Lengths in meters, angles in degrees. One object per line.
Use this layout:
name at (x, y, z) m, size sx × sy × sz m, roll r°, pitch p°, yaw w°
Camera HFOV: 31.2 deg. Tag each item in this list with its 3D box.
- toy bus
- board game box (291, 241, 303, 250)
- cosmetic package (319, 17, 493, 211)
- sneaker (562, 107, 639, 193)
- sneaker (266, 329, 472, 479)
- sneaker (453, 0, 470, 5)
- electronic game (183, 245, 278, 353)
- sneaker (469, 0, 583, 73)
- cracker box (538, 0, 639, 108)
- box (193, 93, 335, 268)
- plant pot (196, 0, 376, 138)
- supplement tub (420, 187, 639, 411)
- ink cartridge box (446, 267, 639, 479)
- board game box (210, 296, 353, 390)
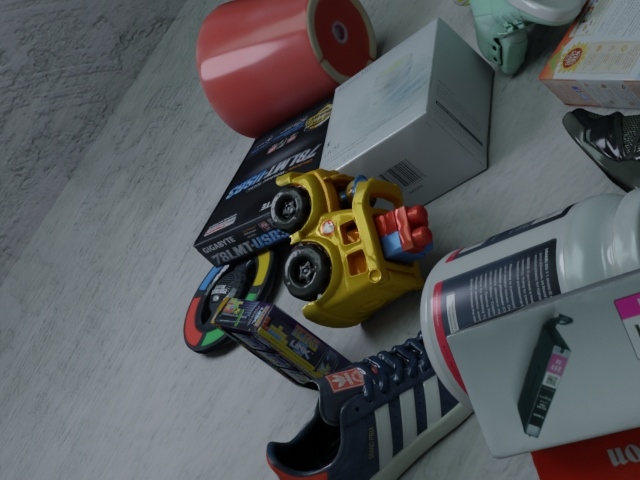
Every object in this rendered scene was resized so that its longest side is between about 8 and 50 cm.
toy bus at (0.058, -0.015, 1.560) m, size 0.211 × 0.149 × 0.220 m, roll -27°, pitch 67°, yaw 33°
board game box at (0.000, 0.000, 1.836) m, size 0.090 × 0.020 × 0.090 m, roll -51°, pitch 26°, yaw 1°
cosmetic package at (0.128, -0.173, 1.714) m, size 0.224 × 0.138 × 0.225 m, roll -31°, pitch 32°, yaw 36°
sneaker at (0.375, -0.120, 1.315) m, size 0.130 × 0.087 × 0.227 m, roll -48°, pitch 30°, yaw 6°
sneaker at (0.075, 0.176, 1.356) m, size 0.350 × 0.148 × 0.131 m, roll -50°, pitch 26°, yaw 5°
sneaker at (0.289, -0.483, 1.919) m, size 0.126 × 0.091 × 0.240 m, roll -10°, pitch 45°, yaw 29°
electronic game at (-0.154, 0.090, 1.940) m, size 0.229 × 0.048 × 0.229 m, roll -38°, pitch 30°, yaw 27°
sneaker at (0.298, -0.305, 1.628) m, size 0.094 × 0.151 × 0.256 m, roll -21°, pitch 28°, yaw -13°
cracker box at (0.401, -0.246, 1.443) m, size 0.156 × 0.067 × 0.232 m, roll -56°, pitch 26°, yaw -8°
box at (-0.054, -0.111, 1.963) m, size 0.295 × 0.073 × 0.293 m, roll -22°, pitch 31°, yaw 44°
plant pot at (-0.049, -0.344, 2.095) m, size 0.243 × 0.275 × 0.275 m, roll -13°, pitch 45°, yaw 40°
supplement tub at (0.254, 0.065, 1.158) m, size 0.272 × 0.191 × 0.191 m, roll -24°, pitch 38°, yaw 44°
ink cartridge box at (0.266, 0.155, 1.002) m, size 0.060 × 0.239 × 0.275 m, roll -17°, pitch -5°, yaw -46°
board game box at (-0.049, 0.145, 1.569) m, size 0.141 × 0.170 × 0.048 m, roll 1°, pitch 56°, yaw 57°
